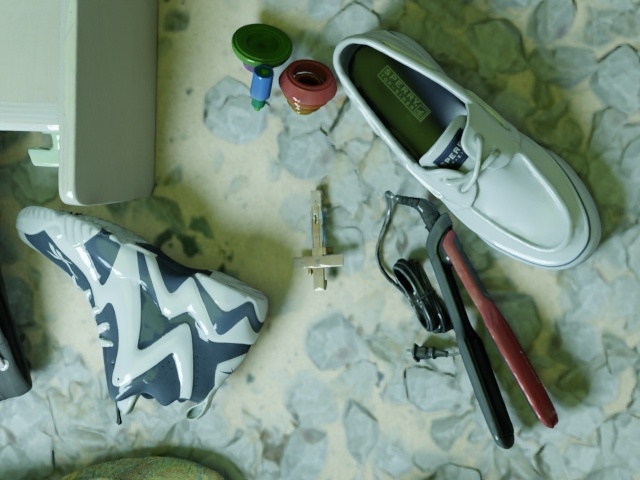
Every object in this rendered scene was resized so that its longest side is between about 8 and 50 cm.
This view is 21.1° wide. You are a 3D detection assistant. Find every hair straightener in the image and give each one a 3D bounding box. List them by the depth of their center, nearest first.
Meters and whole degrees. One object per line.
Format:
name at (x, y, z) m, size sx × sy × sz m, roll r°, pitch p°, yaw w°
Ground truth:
hair straightener at (0.099, 0.066, 1.384) m, size 0.089 × 0.047 × 0.230 m, roll -31°, pitch 83°, yaw 19°

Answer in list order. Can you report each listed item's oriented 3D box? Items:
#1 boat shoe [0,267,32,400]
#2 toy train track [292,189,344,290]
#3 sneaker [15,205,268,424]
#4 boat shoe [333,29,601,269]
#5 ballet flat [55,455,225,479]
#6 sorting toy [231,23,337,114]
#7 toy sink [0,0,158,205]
boat shoe at (-0.310, -0.018, 1.505) m, size 0.095 × 0.112 × 0.335 m, roll -3°, pitch 99°, yaw 3°
toy train track at (0.000, 0.000, 1.435) m, size 0.048 × 0.014 × 0.083 m, roll -3°, pitch 87°, yaw 27°
sneaker at (-0.174, 0.073, 1.459) m, size 0.235 × 0.094 × 0.153 m, roll 23°, pitch 93°, yaw 7°
boat shoe at (0.107, -0.068, 1.351) m, size 0.258 × 0.084 × 0.095 m, roll 39°, pitch 106°, yaw 13°
ballet flat at (-0.246, 0.263, 1.490) m, size 0.348 × 0.123 × 0.123 m, roll -10°, pitch 91°, yaw 20°
sorting toy at (-0.036, -0.133, 1.422) m, size 0.102 × 0.061 × 0.042 m, roll 37°, pitch 140°, yaw 21°
toy sink at (-0.225, -0.151, 1.432) m, size 0.131 × 0.153 × 0.234 m, roll 3°, pitch 96°, yaw 20°
